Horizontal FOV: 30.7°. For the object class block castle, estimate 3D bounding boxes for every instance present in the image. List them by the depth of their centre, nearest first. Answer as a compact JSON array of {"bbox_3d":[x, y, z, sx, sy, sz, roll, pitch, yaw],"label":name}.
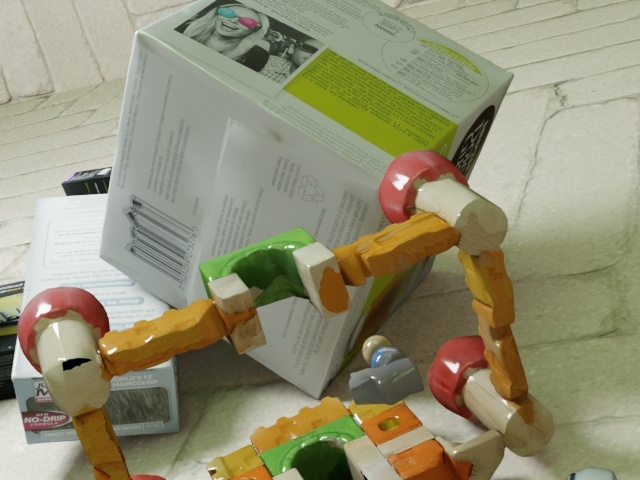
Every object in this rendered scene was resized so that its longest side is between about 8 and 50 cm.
[{"bbox_3d":[-0.027,0.126,1.116,0.453,0.303,0.213,-22,20,-11],"label":"block castle"}]

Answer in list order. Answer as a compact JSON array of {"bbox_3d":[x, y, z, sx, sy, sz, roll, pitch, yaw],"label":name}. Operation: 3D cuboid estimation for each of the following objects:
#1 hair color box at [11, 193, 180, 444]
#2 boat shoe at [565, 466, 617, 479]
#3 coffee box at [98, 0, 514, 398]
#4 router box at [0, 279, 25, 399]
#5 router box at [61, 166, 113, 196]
[{"bbox_3d":[-0.280,0.085,1.502,0.185,0.113,0.374,-4,36,-5],"label":"hair color box"},{"bbox_3d":[0.153,0.281,0.829,0.119,0.121,0.335,-4,26,22],"label":"boat shoe"},{"bbox_3d":[-0.020,-0.091,1.422,0.338,0.337,0.334,31,40,15],"label":"coffee box"},{"bbox_3d":[-0.397,0.131,1.711,0.309,0.081,0.243,-11,23,18],"label":"router box"},{"bbox_3d":[-0.339,-0.034,1.940,0.133,0.179,0.046,-5,27,31],"label":"router box"}]
